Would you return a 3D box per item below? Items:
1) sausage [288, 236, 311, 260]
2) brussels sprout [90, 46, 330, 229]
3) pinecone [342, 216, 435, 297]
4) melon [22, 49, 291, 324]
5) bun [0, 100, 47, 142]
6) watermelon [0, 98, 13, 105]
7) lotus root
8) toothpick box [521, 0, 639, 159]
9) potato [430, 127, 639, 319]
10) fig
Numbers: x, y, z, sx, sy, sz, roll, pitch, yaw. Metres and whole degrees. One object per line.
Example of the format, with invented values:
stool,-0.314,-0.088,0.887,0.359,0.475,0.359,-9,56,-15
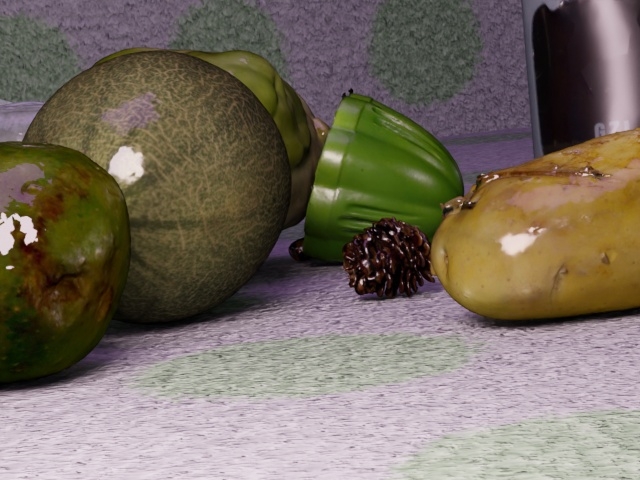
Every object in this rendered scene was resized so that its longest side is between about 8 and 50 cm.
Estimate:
sausage,0.000,0.000,2.149,0.025,0.028,0.198,-28,-2,17
brussels sprout,-0.138,-0.088,2.019,0.273,0.243,0.316,-20,-8,15
pinecone,0.060,0.018,1.732,0.083,0.077,0.077,-26,9,-9
melon,-0.150,-0.046,1.710,0.237,0.237,0.301,-4,8,12
bun,-0.341,-0.060,2.238,0.354,0.194,0.354,-5,3,0
watermelon,-0.443,-0.104,2.665,0.289,0.214,0.320,-3,-2,8
lotus root,0.084,-0.050,2.017,0.186,0.186,0.186,-5,6,1
toothpick box,0.338,-0.205,2.103,0.263,0.355,0.263,-5,-5,0
potato,0.237,-0.015,1.538,0.300,0.140,0.173,-11,3,-16
fig,-0.265,0.016,1.462,0.244,0.195,0.195,5,8,11
